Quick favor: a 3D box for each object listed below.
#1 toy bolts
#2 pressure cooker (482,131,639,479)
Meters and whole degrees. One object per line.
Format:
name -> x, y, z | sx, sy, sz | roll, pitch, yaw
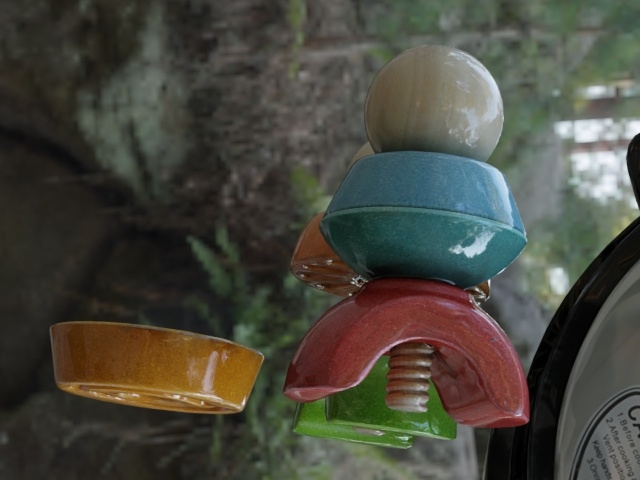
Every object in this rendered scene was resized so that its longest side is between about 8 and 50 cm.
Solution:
toy bolts -> 0.000, 0.000, 0.732 | 0.228, 0.218, 0.158 | 152, -54, -69
pressure cooker -> 0.278, 0.139, 0.851 | 0.376, 0.369, 0.420 | -63, 167, -11
